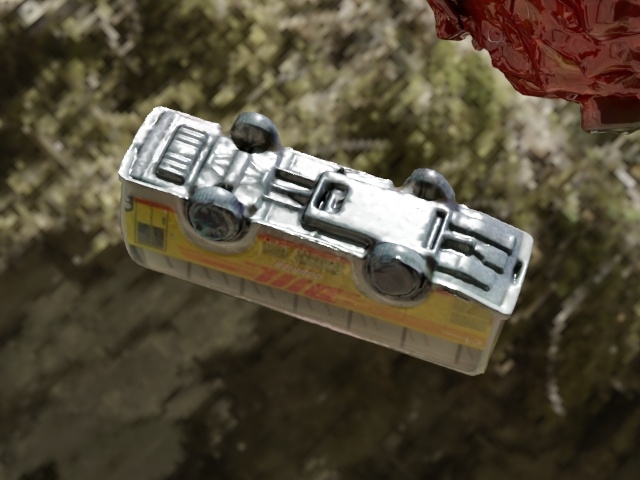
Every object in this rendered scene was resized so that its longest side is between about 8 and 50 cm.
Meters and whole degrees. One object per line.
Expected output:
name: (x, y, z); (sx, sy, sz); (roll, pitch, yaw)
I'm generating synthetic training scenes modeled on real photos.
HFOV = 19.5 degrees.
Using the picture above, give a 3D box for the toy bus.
toy bus: (0.000, 0.000, 1.222); (0.268, 0.092, 0.106); (18, -43, 6)

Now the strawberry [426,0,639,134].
strawberry: (0.062, -0.145, 0.612); (0.111, 0.190, 0.236); (-17, -80, 24)
